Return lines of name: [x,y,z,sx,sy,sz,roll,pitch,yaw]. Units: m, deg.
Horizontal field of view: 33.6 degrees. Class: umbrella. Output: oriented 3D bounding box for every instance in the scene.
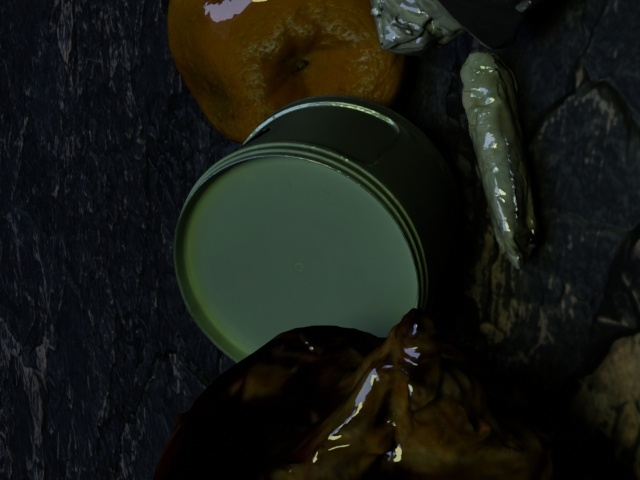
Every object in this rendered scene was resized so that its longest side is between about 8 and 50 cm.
umbrella: [0.182,-0.230,0.792,0.357,0.106,0.113,-17,68,47]

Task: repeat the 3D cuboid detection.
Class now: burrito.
burrito: [0.152,-0.067,0.889,0.045,0.058,0.188,-18,74,32]

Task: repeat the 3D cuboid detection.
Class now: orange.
orange: [-0.035,-0.208,1.032,0.183,0.249,0.249,-98,27,-47]

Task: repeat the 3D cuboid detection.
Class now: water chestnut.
water chestnut: [0.042,0.177,0.742,0.335,0.335,0.347,43,136,49]

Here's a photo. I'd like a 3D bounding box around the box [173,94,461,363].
box: [0.000,0.000,0.942,0.226,0.149,0.226,8,117,16]
